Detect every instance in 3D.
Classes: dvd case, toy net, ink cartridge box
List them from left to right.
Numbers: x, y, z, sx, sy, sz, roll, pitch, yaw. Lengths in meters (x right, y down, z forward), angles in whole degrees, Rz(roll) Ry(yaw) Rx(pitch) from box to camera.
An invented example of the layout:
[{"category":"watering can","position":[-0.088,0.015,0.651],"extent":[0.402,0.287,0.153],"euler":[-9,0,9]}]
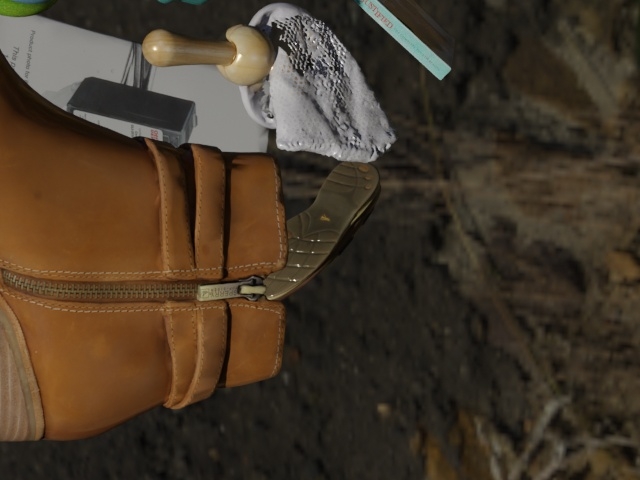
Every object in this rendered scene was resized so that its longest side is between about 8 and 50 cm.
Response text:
[{"category":"ink cartridge box","position":[-0.198,-0.082,1.256],"extent":[0.273,0.197,0.114],"euler":[13,81,-36]},{"category":"toy net","position":[-0.062,-0.113,0.826],"extent":[0.232,0.045,0.122],"euler":[35,48,-17]},{"category":"dvd case","position":[0.056,-0.152,1.201],"extent":[0.087,0.013,0.119],"euler":[42,14,-6]}]

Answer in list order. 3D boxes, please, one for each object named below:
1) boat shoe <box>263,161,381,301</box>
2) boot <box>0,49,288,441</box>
[{"category":"boat shoe","position":[0.000,0.000,1.770],"extent":[0.064,0.060,0.178],"euler":[34,72,27]},{"category":"boot","position":[-0.117,-0.032,0.908],"extent":[0.220,0.283,0.109],"euler":[-7,13,-24]}]
